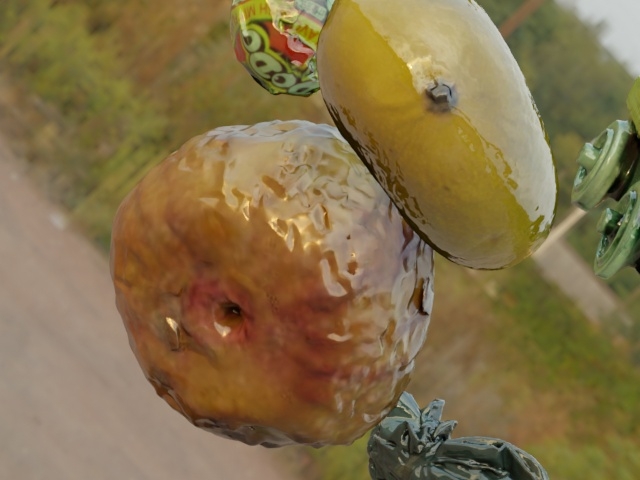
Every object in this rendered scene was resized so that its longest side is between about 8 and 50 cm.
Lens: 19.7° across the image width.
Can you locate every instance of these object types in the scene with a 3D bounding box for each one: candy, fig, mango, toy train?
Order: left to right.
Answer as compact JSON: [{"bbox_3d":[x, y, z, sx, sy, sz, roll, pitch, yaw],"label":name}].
[{"bbox_3d":[0.000,0.000,1.591,0.286,0.286,0.368,48,39,-1],"label":"fig"},{"bbox_3d":[0.008,-0.226,1.316,0.091,0.083,0.305,42,48,-30],"label":"candy"},{"bbox_3d":[0.067,-0.049,0.921,0.137,0.091,0.237,62,7,31],"label":"mango"},{"bbox_3d":[0.374,-0.086,1.782,0.179,0.272,0.442,25,17,-4],"label":"toy train"}]

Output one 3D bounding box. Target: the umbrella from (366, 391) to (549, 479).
[{"bbox_3d":[0.184,0.299,2.163,0.094,0.143,0.349,2,16,-41],"label":"umbrella"}]
